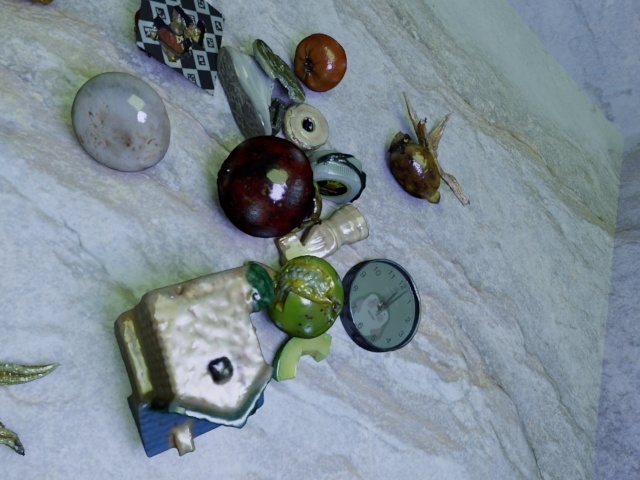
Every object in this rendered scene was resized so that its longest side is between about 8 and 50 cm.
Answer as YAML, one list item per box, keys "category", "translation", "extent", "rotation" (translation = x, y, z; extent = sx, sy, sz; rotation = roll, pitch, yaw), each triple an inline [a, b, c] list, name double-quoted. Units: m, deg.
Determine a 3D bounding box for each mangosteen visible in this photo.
- category: "mangosteen"
  translation: [-0.138, -0.141, 1.176]
  extent: [0.311, 0.311, 0.312]
  rotation: [9, 73, -29]

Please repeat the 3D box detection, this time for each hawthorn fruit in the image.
- category: "hawthorn fruit"
  translation: [0.018, -0.626, 1.462]
  extent: [0.225, 0.196, 0.197]
  rotation: [-39, 98, -45]

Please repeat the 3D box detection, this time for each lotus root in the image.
- category: "lotus root"
  translation: [0.356, -0.257, 1.571]
  extent: [0.141, 0.169, 0.314]
  rotation: [-40, 102, -16]

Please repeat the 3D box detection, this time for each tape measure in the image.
- category: "tape measure"
  translation: [0.057, -0.210, 1.360]
  extent: [0.235, 0.207, 0.115]
  rotation: [14, 67, -25]

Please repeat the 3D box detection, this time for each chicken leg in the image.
- category: "chicken leg"
  translation: [-0.499, -0.636, 1.229]
  extent: [0.089, 0.048, 0.219]
  rotation: [3, 75, -34]

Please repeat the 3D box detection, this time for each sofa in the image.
- category: "sofa"
  translation: [-0.150, -0.400, 1.369]
  extent: [0.039, 0.060, 0.118]
  rotation: [20, 67, -29]

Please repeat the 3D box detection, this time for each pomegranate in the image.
- category: "pomegranate"
  translation: [-0.082, 0.146, 1.181]
  extent: [0.301, 0.236, 0.236]
  rotation: [18, 62, 15]

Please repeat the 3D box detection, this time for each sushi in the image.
- category: "sushi"
  translation: [-0.419, -0.617, 1.234]
  extent: [0.294, 0.059, 0.293]
  rotation: [20, 70, -55]

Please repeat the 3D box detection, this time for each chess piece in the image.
- category: "chess piece"
  translation: [0.000, 0.000, 1.331]
  extent: [0.300, 0.137, 0.137]
  rotation: [-29, 93, -22]

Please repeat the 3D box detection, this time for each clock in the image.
- category: "clock"
  translation: [0.208, 0.216, 1.416]
  extent: [0.318, 0.066, 0.319]
  rotation: [9, 72, -29]

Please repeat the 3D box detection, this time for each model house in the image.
- category: "model house"
  translation: [-0.248, 0.273, 0.935]
  extent: [0.334, 0.382, 0.343]
  rotation: [-14, 79, -31]

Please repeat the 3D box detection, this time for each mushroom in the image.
- category: "mushroom"
  translation: [-0.490, -0.305, 1.073]
  extent: [0.243, 0.243, 0.244]
  rotation: [9, 73, -29]

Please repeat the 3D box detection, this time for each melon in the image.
- category: "melon"
  translation: [-0.056, 0.330, 1.229]
  extent: [0.209, 0.064, 0.118]
  rotation: [-7, 80, -35]

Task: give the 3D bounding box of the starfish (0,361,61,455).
- category: "starfish"
  translation: [-0.720, 0.267, 0.834]
  extent: [0.346, 0.078, 0.358]
  rotation: [10, 72, -28]

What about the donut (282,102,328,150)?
- category: "donut"
  translation: [-0.054, -0.380, 1.419]
  extent: [0.174, 0.068, 0.175]
  rotation: [7, 76, -28]

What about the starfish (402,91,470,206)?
- category: "starfish"
  translation: [0.454, -0.380, 1.643]
  extent: [0.384, 0.132, 0.398]
  rotation: [50, 36, -35]

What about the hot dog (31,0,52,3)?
- category: "hot dog"
  translation: [-0.824, -0.654, 1.030]
  extent: [0.288, 0.068, 0.083]
  rotation: [-1, 100, -35]

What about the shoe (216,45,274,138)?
- category: "shoe"
  translation: [-0.202, -0.464, 1.325]
  extent: [0.159, 0.124, 0.317]
  rotation: [-25, 91, -41]

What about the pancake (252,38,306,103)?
- category: "pancake"
  translation: [-0.133, -0.547, 1.361]
  extent: [0.253, 0.037, 0.254]
  rotation: [45, 22, -24]
